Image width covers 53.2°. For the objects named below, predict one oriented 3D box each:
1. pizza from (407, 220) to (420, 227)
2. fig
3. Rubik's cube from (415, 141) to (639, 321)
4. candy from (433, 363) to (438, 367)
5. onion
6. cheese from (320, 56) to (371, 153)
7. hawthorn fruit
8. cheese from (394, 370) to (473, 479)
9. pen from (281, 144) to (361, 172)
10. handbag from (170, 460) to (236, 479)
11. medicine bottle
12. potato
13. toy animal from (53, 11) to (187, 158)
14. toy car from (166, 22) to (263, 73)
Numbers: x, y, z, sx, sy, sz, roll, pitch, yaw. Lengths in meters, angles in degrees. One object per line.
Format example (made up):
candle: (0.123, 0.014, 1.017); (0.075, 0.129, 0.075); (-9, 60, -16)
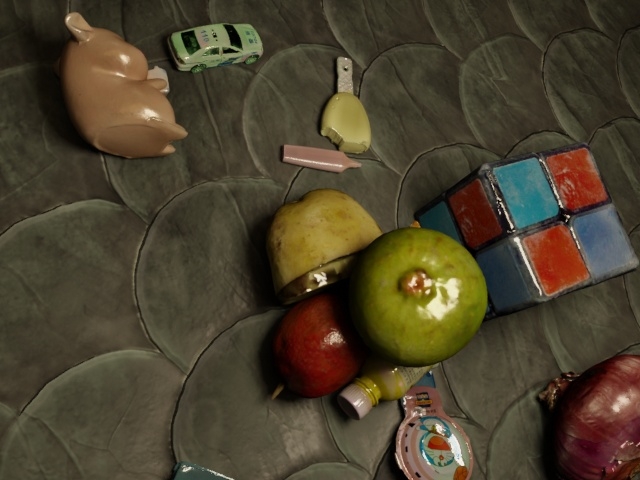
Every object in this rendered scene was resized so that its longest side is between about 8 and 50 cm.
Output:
pizza: (0.208, 0.034, 1.474); (0.181, 0.062, 0.161); (7, 96, -11)
fig: (0.184, 0.107, 1.223); (0.257, 0.326, 0.258); (-1, 84, 13)
Rubik's cube: (0.458, -0.007, 1.462); (0.313, 0.316, 0.319); (-15, 78, -24)
candy: (0.244, 0.145, 1.431); (0.086, 0.059, 0.292); (5, 93, -7)
onion: (0.628, 0.391, 1.433); (0.347, 0.348, 0.285); (-32, 44, -27)
cheese: (0.058, -0.337, 1.559); (0.127, 0.050, 0.256); (4, 70, -19)
hawthorn fruit: (-0.013, 0.218, 1.276); (0.251, 0.189, 0.190); (-37, 89, -14)
cheese: (0.234, 0.414, 1.366); (0.188, 0.074, 0.286); (3, 58, -23)
pen: (0.006, -0.191, 1.499); (0.197, 0.032, 0.053); (8, 69, -17)
handbag: (-0.188, 0.511, 1.179); (0.221, 0.057, 0.144); (25, 72, -14)
medicine bottle: (0.131, 0.283, 1.340); (0.212, 0.122, 0.122); (-37, 89, -27)
potato: (0.000, 0.000, 1.341); (0.285, 0.242, 0.243); (-22, 82, -17)
toy animal: (-0.405, -0.303, 1.282); (0.212, 0.195, 0.256); (-10, 74, -33)
toy car: (-0.234, -0.451, 1.463); (0.224, 0.076, 0.090); (-18, 79, -26)
